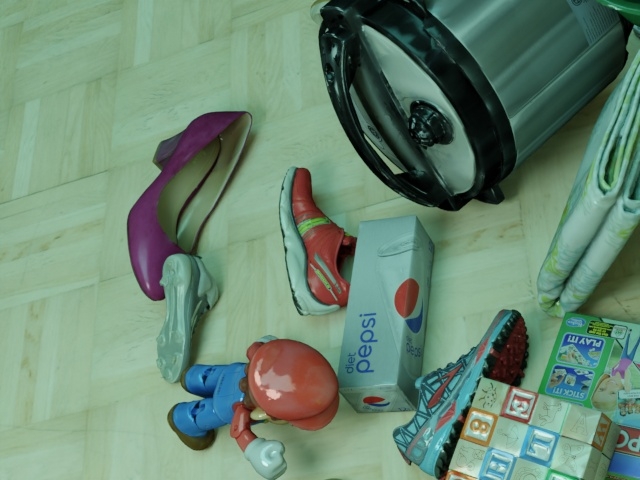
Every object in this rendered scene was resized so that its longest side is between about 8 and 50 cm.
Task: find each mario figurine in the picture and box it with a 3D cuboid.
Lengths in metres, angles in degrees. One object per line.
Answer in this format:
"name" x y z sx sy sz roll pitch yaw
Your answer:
"mario figurine" -0.077 0.238 1.830 0.320 0.170 0.198 -16 84 50

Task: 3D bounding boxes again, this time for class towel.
"towel" 0.393 -0.099 1.690 0.090 0.374 0.321 25 68 8

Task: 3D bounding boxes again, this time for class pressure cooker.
"pressure cooker" 0.199 -0.272 1.863 0.420 0.375 0.370 -42 76 -16

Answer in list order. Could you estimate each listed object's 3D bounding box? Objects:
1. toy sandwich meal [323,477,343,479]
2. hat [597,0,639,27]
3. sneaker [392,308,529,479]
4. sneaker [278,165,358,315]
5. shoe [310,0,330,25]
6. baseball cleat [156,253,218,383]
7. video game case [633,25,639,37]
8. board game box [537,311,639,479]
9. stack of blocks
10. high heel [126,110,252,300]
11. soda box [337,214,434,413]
"toy sandwich meal" 0.012 0.372 1.770 0.085 0.029 0.086 -12 51 15
"hat" 0.455 -0.309 1.765 0.208 0.184 0.173 10 55 12
"sneaker" 0.187 0.195 1.752 0.125 0.104 0.262 20 69 39
"sneaker" 0.000 0.000 2.010 0.118 0.107 0.279 -9 55 0
"shoe" 0.064 -0.380 2.238 0.219 0.076 0.058 18 62 34
"baseball cleat" -0.208 0.125 2.031 0.072 0.109 0.206 3 89 42
"video game case" 0.616 -0.346 1.957 0.201 0.023 0.183 -39 49 -2
"board game box" 0.437 0.218 1.641 0.317 0.046 0.214 9 62 32
"stack of blocks" 0.242 0.341 1.592 0.171 0.087 0.297 14 76 34
"high heel" -0.214 -0.072 2.127 0.181 0.127 0.377 -22 46 27
"soda box" 0.099 0.106 1.867 0.098 0.091 0.286 -6 56 24
